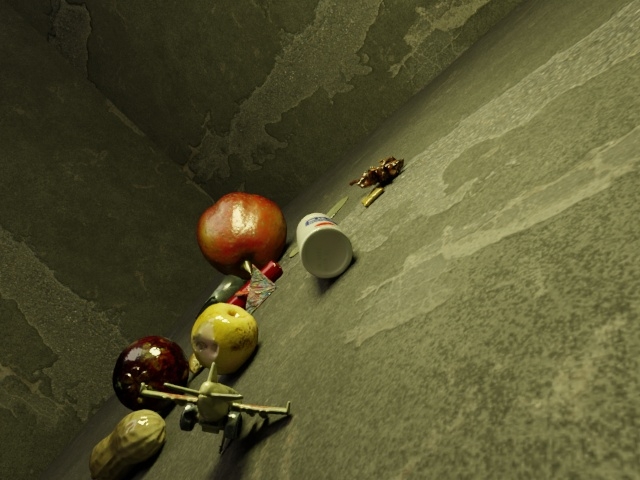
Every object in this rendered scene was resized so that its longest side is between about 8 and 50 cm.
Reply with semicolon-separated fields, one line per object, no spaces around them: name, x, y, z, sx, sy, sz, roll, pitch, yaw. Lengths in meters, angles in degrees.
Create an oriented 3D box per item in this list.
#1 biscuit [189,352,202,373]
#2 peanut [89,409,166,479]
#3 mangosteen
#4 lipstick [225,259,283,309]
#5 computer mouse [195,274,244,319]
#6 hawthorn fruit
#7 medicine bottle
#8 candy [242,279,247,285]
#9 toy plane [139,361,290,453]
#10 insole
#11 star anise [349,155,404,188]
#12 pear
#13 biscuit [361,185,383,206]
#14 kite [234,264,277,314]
biscuit;-0.373;0.357;1.407;0.183;0.061;0.118;-48;10;-12
peanut;-0.501;0.533;1.084;0.298;0.120;0.136;-42;-12;21
mangosteen;-0.527;0.427;1.348;0.231;0.231;0.289;-48;-10;-13
lipstick;-0.256;0.188;1.560;0.280;0.073;0.073;-44;11;-2
computer mouse;-0.407;0.264;1.733;0.203;0.114;0.374;-56;8;-34
hawthorn fruit;-0.331;-0.002;1.842;0.403;0.403;0.403;-43;11;11
medicine bottle;0.000;0.000;1.162;0.130;0.130;0.341;-44;10;4
candy;-0.336;0.183;1.963;0.194;0.058;0.062;-21;-7;43
toy plane;-0.169;0.281;0.705;0.256;0.242;0.104;92;-175;-50
insole;-0.005;-0.058;1.703;0.348;0.009;0.119;-47;12;-9
star anise;0.192;-0.226;1.414;0.177;0.073;0.234;-27;13;0
pear;-0.246;0.253;1.071;0.178;0.178;0.178;-43;11;11
biscuit;0.168;-0.144;1.360;0.081;0.018;0.083;-44;10;7
kite;-0.231;0.175;1.495;0.189;0.009;0.232;-14;49;25
